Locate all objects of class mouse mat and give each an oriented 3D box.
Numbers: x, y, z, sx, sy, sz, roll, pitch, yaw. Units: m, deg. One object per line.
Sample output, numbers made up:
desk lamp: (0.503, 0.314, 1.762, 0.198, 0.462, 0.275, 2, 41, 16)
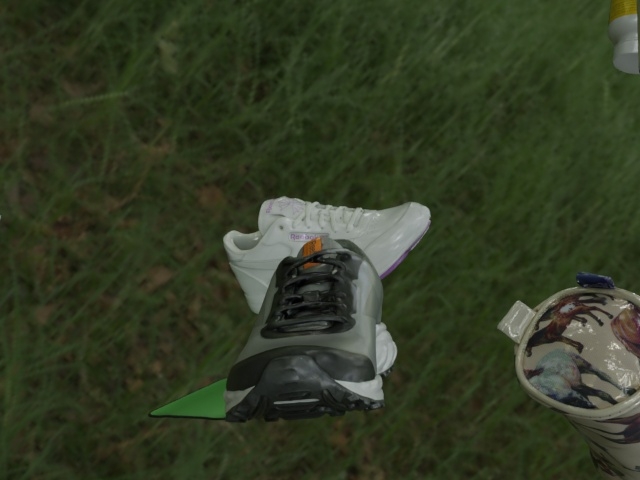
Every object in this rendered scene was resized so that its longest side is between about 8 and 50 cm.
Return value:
mouse mat: (-0.127, 0.214, 1.592, 0.153, 0.190, 0.007, -21, 100, -41)

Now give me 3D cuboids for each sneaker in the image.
sneaker: (0.000, 0.000, 1.585, 0.152, 0.305, 0.114, 60, 26, -17)
sneaker: (-0.007, 0.056, 0.772, 0.271, 0.100, 0.108, -39, 124, -82)

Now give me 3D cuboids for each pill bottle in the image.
pill bottle: (0.331, -0.234, 1.207, 0.065, 0.065, 0.116, 24, 67, -36)

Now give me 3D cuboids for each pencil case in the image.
pencil case: (0.357, 0.186, 1.392, 0.183, 0.160, 0.410, 41, -2, 36)

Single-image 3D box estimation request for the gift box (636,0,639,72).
gift box: (0.331, -0.255, 0.786, 0.255, 0.276, 0.258, 7, 71, -8)
